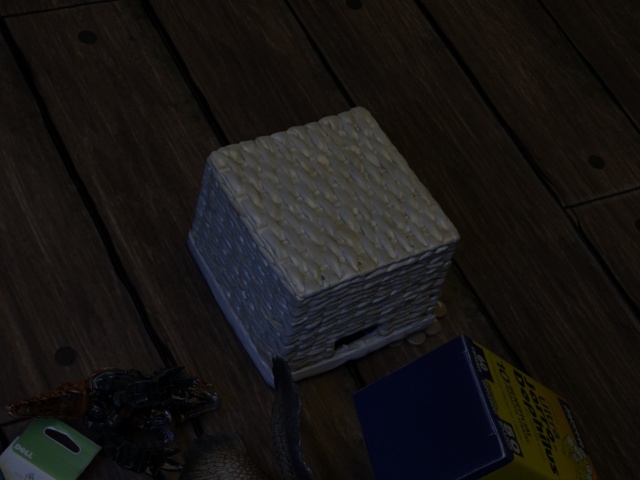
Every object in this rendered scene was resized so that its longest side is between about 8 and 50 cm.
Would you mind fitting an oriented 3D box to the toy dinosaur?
[{"bbox_3d":[-0.287,0.250,1.900,0.322,0.164,0.218,-21,21,-28],"label":"toy dinosaur"}]

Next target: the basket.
[{"bbox_3d":[0.000,0.000,2.116,0.328,0.266,0.331,-20,59,-25],"label":"basket"}]

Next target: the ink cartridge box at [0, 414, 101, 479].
[{"bbox_3d":[-0.417,0.352,1.850,0.109,0.062,0.209,31,50,9],"label":"ink cartridge box"}]

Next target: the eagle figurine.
[{"bbox_3d":[-0.054,0.352,1.893,0.226,0.225,0.298,-39,82,-25],"label":"eagle figurine"}]

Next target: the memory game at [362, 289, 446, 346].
[{"bbox_3d":[0.128,0.106,2.247,0.186,0.012,0.186,8,52,-11],"label":"memory game"}]

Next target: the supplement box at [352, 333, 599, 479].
[{"bbox_3d":[0.237,0.308,1.890,0.356,0.195,0.194,33,33,-50],"label":"supplement box"}]

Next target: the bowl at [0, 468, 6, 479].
[{"bbox_3d":[-0.602,0.384,1.708,0.391,0.077,0.391,2,57,-2],"label":"bowl"}]
